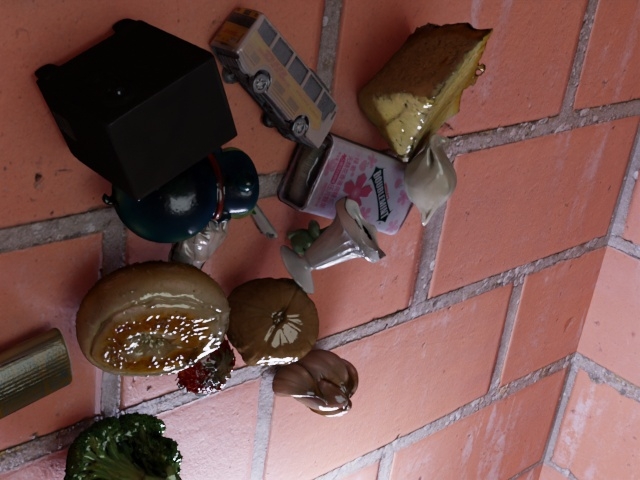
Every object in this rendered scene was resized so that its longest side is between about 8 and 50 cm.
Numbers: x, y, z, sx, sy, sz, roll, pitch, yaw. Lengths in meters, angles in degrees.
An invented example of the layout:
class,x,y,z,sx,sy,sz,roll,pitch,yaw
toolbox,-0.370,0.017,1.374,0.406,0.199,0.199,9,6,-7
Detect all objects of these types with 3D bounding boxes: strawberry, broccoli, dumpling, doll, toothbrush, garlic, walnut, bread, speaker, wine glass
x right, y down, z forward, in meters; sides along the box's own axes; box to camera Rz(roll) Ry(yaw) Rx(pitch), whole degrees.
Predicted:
class,x,y,z,sx,sy,sz,roll,pitch,yaw
strawberry,-0.247,0.272,2.110,0.145,0.086,0.145,-32,130,-48
broccoli,-0.407,0.506,2.040,0.308,0.275,0.307,4,84,-43
dumpling,0.263,-0.153,2.271,0.151,0.124,0.228,-53,156,-55
doll,0.000,0.000,2.234,0.115,0.150,0.077,53,29,-49
toothbrush,-0.185,-0.120,2.036,0.418,0.042,0.040,58,38,-47
garlic,-0.006,0.350,2.441,0.214,0.191,0.160,37,60,-39
walnut,-0.113,0.183,2.164,0.228,0.228,0.228,-25,130,-34
bread,-0.334,0.150,1.922,0.306,0.158,0.305,-13,138,-12
bread,0.274,-0.319,2.154,0.248,0.315,0.279,-44,123,-13
speaker,-0.316,-0.236,1.658,0.232,0.254,0.184,-37,137,-24
wine glass,0.024,0.015,2.134,0.196,0.165,0.165,-32,143,15
doll,-0.256,-0.103,1.834,0.322,0.186,0.198,-16,96,-25

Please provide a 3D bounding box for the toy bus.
class,x,y,z,sx,sy,sz,roll,pitch,yaw
toy bus,-0.090,-0.322,1.969,0.138,0.097,0.342,-59,140,-10

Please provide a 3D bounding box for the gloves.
class,x,y,z,sx,sy,sz,roll,pitch,yaw
gloves,-0.239,-0.035,1.988,0.128,0.111,0.212,13,112,-44

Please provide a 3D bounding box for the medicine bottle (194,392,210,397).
class,x,y,z,sx,sy,sz,roll,pitch,yaw
medicine bottle,-0.291,0.279,2.172,0.051,0.051,0.191,-39,136,-22

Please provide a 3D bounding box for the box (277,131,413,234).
class,x,y,z,sx,sy,sz,roll,pitch,yaw
box,0.076,-0.133,2.248,0.370,0.112,0.190,11,104,-50

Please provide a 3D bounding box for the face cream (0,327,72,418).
class,x,y,z,sx,sy,sz,roll,pitch,yaw
face cream,-0.610,0.278,1.824,0.285,0.067,0.139,-26,130,-34
